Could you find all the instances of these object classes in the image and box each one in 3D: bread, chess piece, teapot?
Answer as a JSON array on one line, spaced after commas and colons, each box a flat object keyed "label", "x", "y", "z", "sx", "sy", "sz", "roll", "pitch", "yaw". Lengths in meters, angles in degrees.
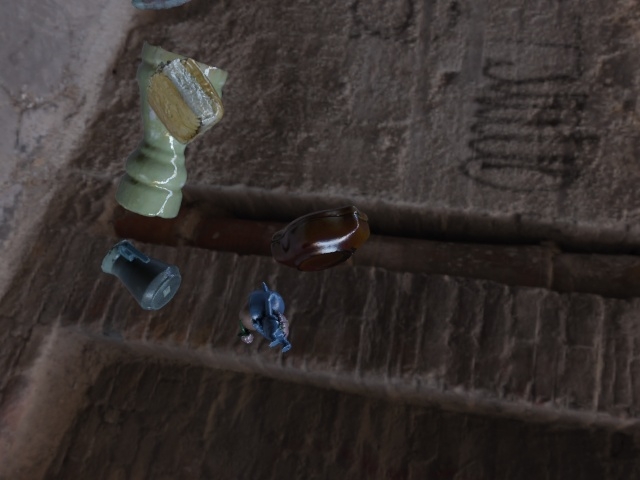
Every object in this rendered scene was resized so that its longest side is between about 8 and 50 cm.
[{"label": "bread", "x": -0.194, "y": -0.205, "z": 0.850, "sx": 0.082, "sy": 0.106, "sz": 0.125, "roll": -48, "pitch": -167, "yaw": -25}, {"label": "chess piece", "x": -0.428, "y": -0.293, "z": 1.608, "sx": 0.234, "sy": 0.234, "sz": 0.442, "roll": -30, "pitch": 141, "yaw": -74}, {"label": "teapot", "x": -0.588, "y": 0.101, "z": 1.905, "sx": 0.171, "sy": 0.225, "sz": 0.203, "roll": -49, "pitch": 167, "yaw": -36}]

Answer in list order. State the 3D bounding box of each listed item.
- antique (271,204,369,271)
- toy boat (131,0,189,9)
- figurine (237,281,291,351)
[{"label": "antique", "x": 0.000, "y": 0.000, "z": 1.613, "sx": 0.223, "sy": 0.278, "sz": 0.129, "roll": 37, "pitch": 39, "yaw": -63}, {"label": "toy boat", "x": -0.430, "y": -0.717, "z": 1.612, "sx": 0.155, "sy": 0.227, "sz": 0.085, "roll": 77, "pitch": -2, "yaw": -45}, {"label": "figurine", "x": -0.145, "y": 0.201, "z": 1.427, "sx": 0.178, "sy": 0.144, "sz": 0.114, "roll": 58, "pitch": 0, "yaw": 42}]
